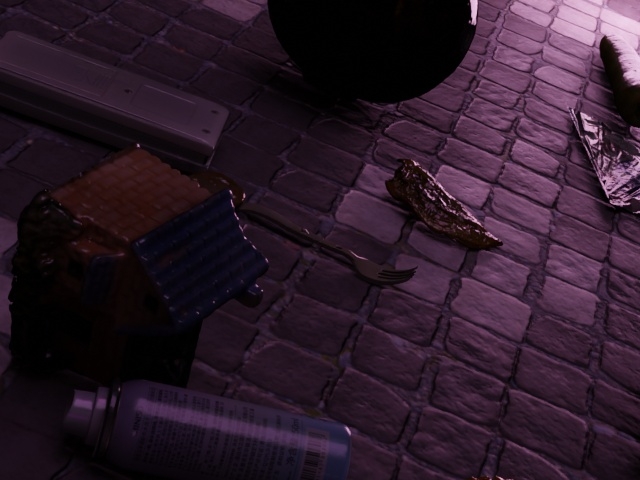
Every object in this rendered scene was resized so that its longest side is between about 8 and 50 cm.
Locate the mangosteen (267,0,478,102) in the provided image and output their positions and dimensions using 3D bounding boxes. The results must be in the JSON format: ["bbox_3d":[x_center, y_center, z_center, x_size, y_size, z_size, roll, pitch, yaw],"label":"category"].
[{"bbox_3d":[0.076,-0.333,1.608,0.311,0.311,0.311,15,32,-10],"label":"mangosteen"}]

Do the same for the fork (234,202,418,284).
[{"bbox_3d":[-0.001,0.005,1.323,0.220,0.028,0.034,21,39,8],"label":"fork"}]

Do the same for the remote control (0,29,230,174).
[{"bbox_3d":[-0.249,-0.157,1.389,0.277,0.055,0.103,20,32,-4],"label":"remote control"}]

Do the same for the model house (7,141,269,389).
[{"bbox_3d":[-0.148,0.048,1.015,0.172,0.182,0.166,28,33,13],"label":"model house"}]

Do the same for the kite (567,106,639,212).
[{"bbox_3d":[0.509,-0.088,1.764,0.406,0.014,0.368,37,35,26],"label":"kite"}]

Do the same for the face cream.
[{"bbox_3d":[-0.093,0.161,0.977,0.229,0.075,0.075,15,32,-11],"label":"face cream"}]

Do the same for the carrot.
[{"bbox_3d":[0.506,-0.274,1.995,0.074,0.074,0.358,18,27,-5],"label":"carrot"}]

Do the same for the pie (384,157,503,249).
[{"bbox_3d":[0.138,-0.042,1.461,0.092,0.034,0.170,-15,52,-46],"label":"pie"}]

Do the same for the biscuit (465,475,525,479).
[{"bbox_3d":[0.180,0.287,0.982,0.254,0.035,0.254,15,32,-9],"label":"biscuit"}]

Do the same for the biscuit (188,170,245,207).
[{"bbox_3d":[-0.143,-0.043,1.306,0.071,0.018,0.147,36,39,26],"label":"biscuit"}]
